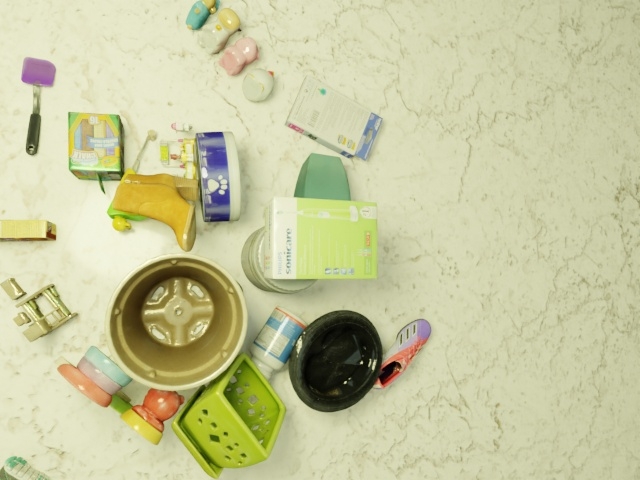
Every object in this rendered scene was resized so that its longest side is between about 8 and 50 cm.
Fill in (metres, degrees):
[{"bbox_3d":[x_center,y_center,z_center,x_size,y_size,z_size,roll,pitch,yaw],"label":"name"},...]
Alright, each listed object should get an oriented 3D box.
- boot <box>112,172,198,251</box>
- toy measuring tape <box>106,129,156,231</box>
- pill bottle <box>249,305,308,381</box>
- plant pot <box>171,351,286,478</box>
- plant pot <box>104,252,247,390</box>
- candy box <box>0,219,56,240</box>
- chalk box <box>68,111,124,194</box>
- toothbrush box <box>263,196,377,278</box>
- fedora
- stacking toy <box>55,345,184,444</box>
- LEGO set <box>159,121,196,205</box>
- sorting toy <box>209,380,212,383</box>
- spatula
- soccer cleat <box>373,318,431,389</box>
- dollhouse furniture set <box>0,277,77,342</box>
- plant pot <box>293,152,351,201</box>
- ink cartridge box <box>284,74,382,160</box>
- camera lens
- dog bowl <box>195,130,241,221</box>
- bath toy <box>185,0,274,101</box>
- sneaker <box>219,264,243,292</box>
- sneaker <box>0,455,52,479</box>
[{"bbox_3d":[-0.435,-0.077,1.156,0.211,0.104,0.295,0,42,-12],"label":"boot"},{"bbox_3d":[-0.522,-0.172,1.309,0.121,0.121,0.330,23,69,-15],"label":"toy measuring tape"},{"bbox_3d":[-0.145,0.328,1.380,0.124,0.124,0.221,36,77,-13],"label":"pill bottle"},{"bbox_3d":[-0.256,0.490,1.217,0.207,0.227,0.228,-35,95,14],"label":"plant pot"},{"bbox_3d":[-0.389,0.208,1.212,0.334,0.305,0.333,2,85,-18],"label":"plant pot"},{"bbox_3d":[-0.833,-0.025,1.188,0.187,0.109,0.053,0,85,-18],"label":"candy box"},{"bbox_3d":[-0.638,-0.241,1.259,0.132,0.132,0.213,0,84,-19],"label":"chalk box"},{"bbox_3d":[0.000,0.000,1.166,0.283,0.122,0.206,1,85,-19],"label":"toothbrush box"},{"bbox_3d":[0.031,0.376,1.414,0.334,0.152,0.334,3,84,-27],"label":"fedora"},{"bbox_3d":[-0.528,0.370,1.160,0.130,0.280,0.309,-51,124,-27],"label":"stacking toy"},{"bbox_3d":[-0.438,-0.213,1.334,0.107,0.132,0.287,0,92,-10],"label":"LEGO set"},{"bbox_3d":[-0.298,0.570,1.349,0.132,0.046,0.274,-30,96,-18],"label":"sorting toy"},{"bbox_3d":[-0.819,-0.388,1.264,0.084,0.030,0.296,3,84,-21],"label":"spatula"},{"bbox_3d":[0.286,0.396,1.521,0.318,0.116,0.108,-38,98,-17],"label":"soccer cleat"},{"bbox_3d":[-0.760,0.159,1.168,0.101,0.161,0.182,-37,98,-18],"label":"dollhouse furniture set"},{"bbox_3d":[0.002,-0.158,1.455,0.166,0.165,0.234,6,75,-18],"label":"plant pot"},{"bbox_3d":[0.050,-0.418,1.541,0.311,0.065,0.185,24,78,-13],"label":"ink cartridge box"},{"bbox_3d":[-0.116,0.051,1.333,0.219,0.274,0.219,2,85,-19],"label":"camera lens"},{"bbox_3d":[-0.304,-0.186,1.296,0.104,0.265,0.264,-5,87,-17],"label":"dog bowl"},{"bbox_3d":[-0.267,-0.616,1.424,0.348,0.151,0.129,51,38,-9],"label":"bath toy"},{"bbox_3d":[-0.312,0.121,1.367,0.170,0.075,0.063,43,74,-11],"label":"sneaker"},{"bbox_3d":[-0.792,0.656,1.178,0.076,0.065,0.166,-44,96,0],"label":"sneaker"}]
